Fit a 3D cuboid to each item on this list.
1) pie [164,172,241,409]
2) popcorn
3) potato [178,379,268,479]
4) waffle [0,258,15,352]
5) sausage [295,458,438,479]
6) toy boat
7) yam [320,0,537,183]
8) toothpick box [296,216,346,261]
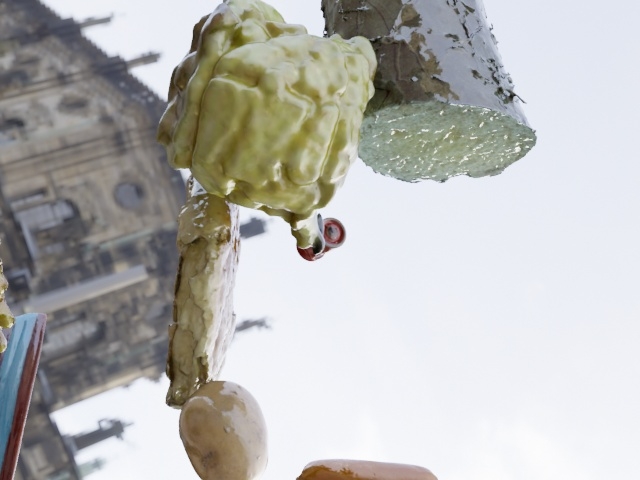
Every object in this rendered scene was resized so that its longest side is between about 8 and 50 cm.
[{"bbox_3d":[-0.152,0.065,1.624,0.339,0.083,0.339,7,90,-90],"label":"pie"},{"bbox_3d":[-0.064,-0.156,1.469,0.293,0.237,0.293,-165,-90,-82],"label":"popcorn"},{"bbox_3d":[-0.113,0.226,1.461,0.112,0.112,0.147,103,-32,-42],"label":"potato"},{"bbox_3d":[-0.460,0.041,1.550,0.293,0.069,0.259,-11,-88,61],"label":"waffle"},{"bbox_3d":[0.074,0.404,2.017,0.098,0.238,0.098,-175,-90,-77],"label":"sausage"},{"bbox_3d":[-0.522,0.302,2.030,0.136,0.079,0.392,-22,-123,58],"label":"toy boat"},{"bbox_3d":[0.129,-0.255,1.657,0.241,0.241,0.348,128,-45,-54],"label":"yam"},{"bbox_3d":[0.000,0.000,1.795,0.083,0.047,0.047,-34,-102,60],"label":"toothpick box"}]
